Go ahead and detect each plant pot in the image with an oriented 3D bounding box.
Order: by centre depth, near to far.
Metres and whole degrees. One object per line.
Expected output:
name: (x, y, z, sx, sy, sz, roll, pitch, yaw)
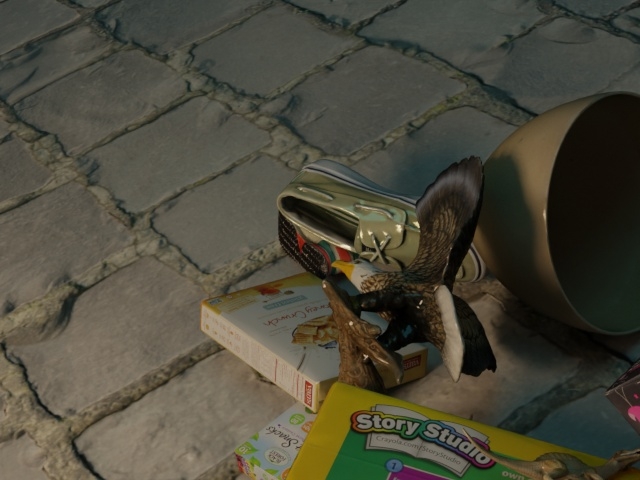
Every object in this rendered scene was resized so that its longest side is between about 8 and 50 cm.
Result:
plant pot: (0.288, -0.032, 1.827, 0.191, 0.284, 0.284, 1, 35, 48)

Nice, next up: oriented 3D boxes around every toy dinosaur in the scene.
toy dinosaur: (0.227, 0.227, 1.466, 0.183, 0.053, 0.092, 5, 24, -10)

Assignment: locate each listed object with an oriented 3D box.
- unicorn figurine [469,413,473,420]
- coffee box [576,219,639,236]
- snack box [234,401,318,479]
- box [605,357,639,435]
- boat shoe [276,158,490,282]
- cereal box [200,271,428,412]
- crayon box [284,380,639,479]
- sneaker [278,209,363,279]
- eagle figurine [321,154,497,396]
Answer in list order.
unicorn figurine: (0.119, 0.273, 1.633, 0.111, 0.060, 0.162, -4, 50, -2)
coffee box: (0.411, -0.057, 1.988, 0.113, 0.040, 0.184, 4, 40, 23)
snack box: (-0.013, 0.232, 1.739, 0.141, 0.037, 0.100, -36, 40, -29)
box: (0.426, 0.183, 1.459, 0.142, 0.163, 0.247, -37, 85, -29)
boat shoe: (0.079, -0.009, 1.959, 0.302, 0.109, 0.094, 24, 46, 29)
cereal box: (-0.010, 0.118, 1.847, 0.173, 0.047, 0.240, -15, 30, -36)
crayon box: (0.127, 0.318, 1.462, 0.363, 0.106, 0.313, 15, 42, 14)
sneaker: (0.000, 0.000, 2.048, 0.075, 0.057, 0.161, -10, 31, -24)
eagle figurine: (0.117, 0.055, 1.694, 0.298, 0.226, 0.225, -26, 73, -42)
